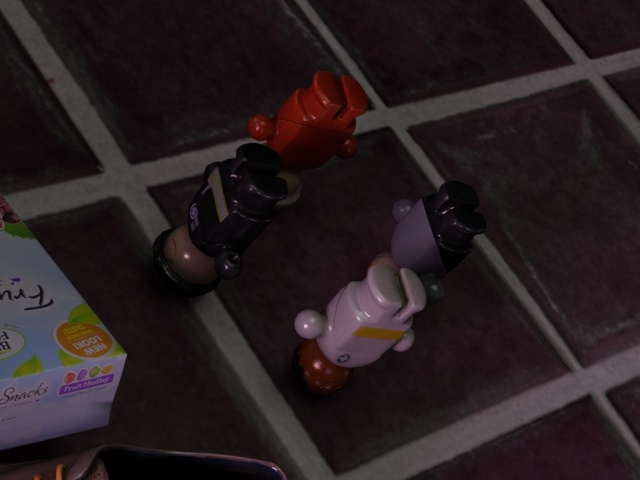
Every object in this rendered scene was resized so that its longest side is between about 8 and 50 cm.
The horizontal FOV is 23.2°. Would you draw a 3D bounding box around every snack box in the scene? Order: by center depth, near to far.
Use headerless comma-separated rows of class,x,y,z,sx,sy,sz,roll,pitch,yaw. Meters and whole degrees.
snack box,-0.254,0.050,1.018,0.174,0.070,0.207,-10,43,-38

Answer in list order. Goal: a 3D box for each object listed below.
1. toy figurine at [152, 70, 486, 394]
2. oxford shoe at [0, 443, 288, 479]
toy figurine,0.000,0.000,1.214,0.209,0.148,0.213,41,40,-2
oxford shoe,-0.190,0.173,0.940,0.363,0.133,0.130,-2,54,-33
